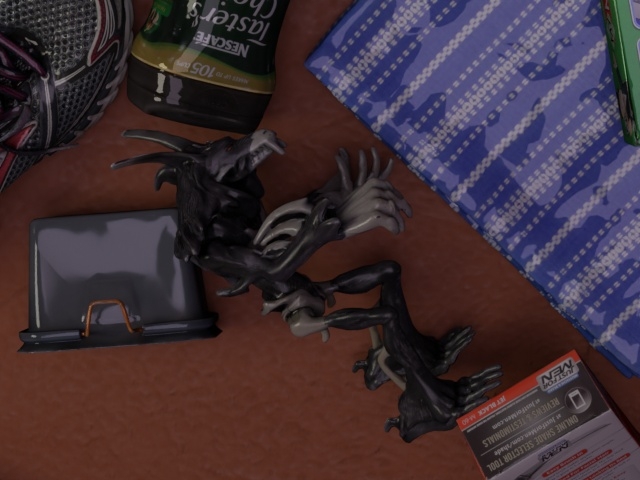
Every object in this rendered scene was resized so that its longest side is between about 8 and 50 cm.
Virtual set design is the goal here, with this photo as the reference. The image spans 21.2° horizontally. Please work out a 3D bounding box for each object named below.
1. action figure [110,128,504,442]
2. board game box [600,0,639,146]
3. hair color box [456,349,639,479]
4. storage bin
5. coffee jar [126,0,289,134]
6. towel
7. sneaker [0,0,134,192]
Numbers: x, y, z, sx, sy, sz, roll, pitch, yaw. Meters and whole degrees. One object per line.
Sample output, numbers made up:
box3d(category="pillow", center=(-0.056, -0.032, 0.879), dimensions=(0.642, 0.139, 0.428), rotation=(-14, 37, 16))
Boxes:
box3d(category="action figure", center=(0.000, 0.000, 1.119), dimensions=(0.141, 0.164, 0.276), rotation=(-42, 109, 13))
box3d(category="board game box", center=(0.336, -0.196, 1.104), dimensions=(0.317, 0.046, 0.213), rotation=(-11, 96, 0))
box3d(category="hair color box", center=(0.165, 0.144, 1.146), dimensions=(0.093, 0.167, 0.053), rotation=(-32, 57, 7))
box3d(category="storage bin", center=(-0.140, 0.026, 1.164), dimensions=(0.135, 0.098, 0.091), rotation=(-5, 92, 3))
box3d(category="coffee jar", center=(-0.062, -0.164, 1.117), dimensions=(0.096, 0.079, 0.184), rotation=(10, 104, -26))
box3d(category="towel", center=(0.186, -0.091, 1.153), dimensions=(0.336, 0.040, 0.243), rotation=(43, 99, -7))
box3d(category="sneaker", center=(-0.234, -0.069, 1.131), dimensions=(0.121, 0.112, 0.299), rotation=(39, 100, -7))
